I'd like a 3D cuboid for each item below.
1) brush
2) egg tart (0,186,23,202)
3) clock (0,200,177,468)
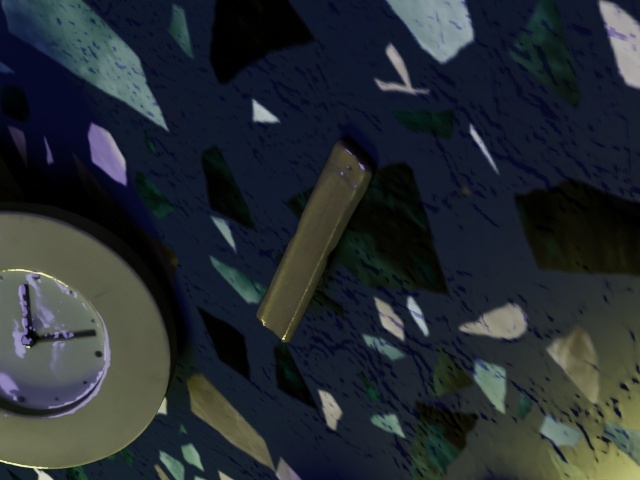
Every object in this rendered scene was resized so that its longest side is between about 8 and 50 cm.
[{"bbox_3d":[0.000,0.000,1.298,0.034,0.027,0.190,42,139,16],"label":"brush"},{"bbox_3d":[-0.294,0.024,1.647,0.241,0.106,0.241,30,137,32],"label":"egg tart"},{"bbox_3d":[-0.231,0.077,1.547,0.235,0.029,0.235,3,115,7],"label":"clock"}]
